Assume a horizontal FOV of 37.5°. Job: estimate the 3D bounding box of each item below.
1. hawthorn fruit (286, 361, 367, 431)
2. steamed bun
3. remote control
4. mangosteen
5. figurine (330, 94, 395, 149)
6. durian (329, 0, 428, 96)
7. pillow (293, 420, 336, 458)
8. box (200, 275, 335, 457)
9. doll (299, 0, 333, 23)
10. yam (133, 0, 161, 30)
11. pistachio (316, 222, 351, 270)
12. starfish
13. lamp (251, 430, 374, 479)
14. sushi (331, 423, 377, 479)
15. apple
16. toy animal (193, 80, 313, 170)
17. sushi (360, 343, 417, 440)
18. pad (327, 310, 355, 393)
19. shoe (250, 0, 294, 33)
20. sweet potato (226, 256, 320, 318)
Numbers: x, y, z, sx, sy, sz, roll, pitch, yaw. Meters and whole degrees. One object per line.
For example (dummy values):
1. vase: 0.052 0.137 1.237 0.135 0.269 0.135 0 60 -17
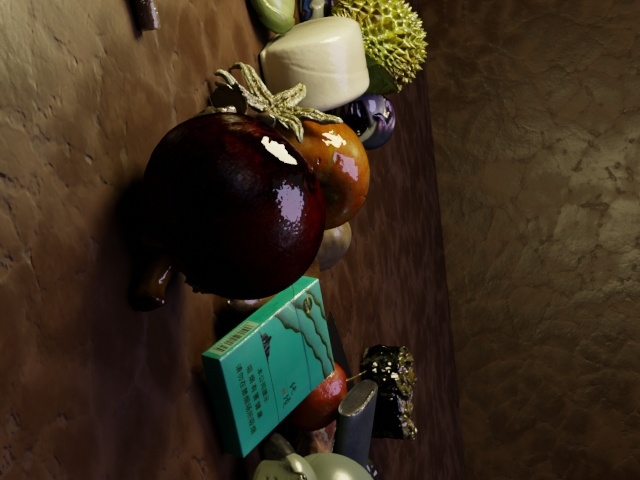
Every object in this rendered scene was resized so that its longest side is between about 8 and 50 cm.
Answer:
1. hawthorn fruit: -0.008 0.245 1.500 0.125 0.140 0.125 15 90 -88
2. steamed bun: 0.000 -0.318 1.710 0.242 0.164 0.146 -65 146 -64
3. remote control: 0.042 0.404 1.541 0.107 0.044 0.378 -47 147 -55
4. mangosteen: -0.127 -0.017 1.111 0.261 0.235 0.235 -41 137 -18
5. figurine: 0.085 -0.308 2.070 0.145 0.145 0.222 -22 103 -74
6. durian: 0.110 -0.406 1.891 0.237 0.200 0.177 47 60 -58
7. pillow: -0.014 0.356 1.584 0.135 0.049 0.248 61 31 -52
8. box: -0.066 0.171 1.317 0.226 0.042 0.161 -37 127 -45
9. doll: -0.008 -0.463 1.923 0.096 0.070 0.195 77 14 -88
10. yam: -0.224 -0.330 1.156 0.032 0.032 0.145 -55 136 -68
11. pistachio: 0.000 0.000 1.684 0.185 0.108 0.126 62 43 -73
12. starfish: -0.061 -0.217 1.439 0.176 0.208 0.053 -32 155 -53
13. lamp: -0.013 0.392 1.355 0.244 0.197 0.198 46 37 -39
14. sushi: 0.092 0.537 1.844 0.343 0.064 0.359 -79 156 -46
15. apple: -0.021 -0.114 1.502 0.196 0.196 0.196 -7 90 -75
16. toy animal: -0.106 -0.110 1.345 0.094 0.186 0.214 164 -56 -77
17. sushi: 0.150 0.324 2.058 0.147 0.115 0.213 62 27 -54
18. pad: 0.038 0.282 1.880 0.164 0.004 0.243 -76 154 -53
19. shoe: -0.078 -0.492 1.619 0.140 0.128 0.262 -17 97 -60
20. sweet potato: -0.063 0.086 1.454 0.114 0.092 0.341 56 18 -3
